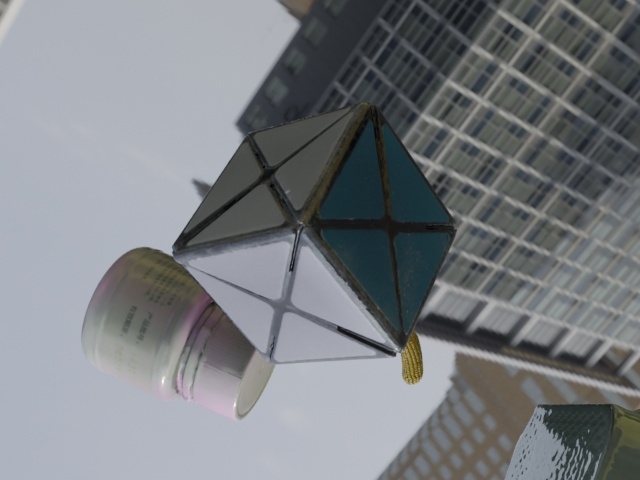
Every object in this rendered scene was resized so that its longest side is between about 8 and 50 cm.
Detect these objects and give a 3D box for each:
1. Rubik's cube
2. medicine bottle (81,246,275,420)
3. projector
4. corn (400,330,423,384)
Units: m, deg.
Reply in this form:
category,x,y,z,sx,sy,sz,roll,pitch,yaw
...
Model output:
category,x,y,z,sx,sy,sz,roll,pitch,yaw
Rubik's cube,0.000,0.000,1.333,0.259,0.254,0.260,49,-129,-29
medicine bottle,-0.236,0.167,1.712,0.302,0.241,0.241,23,-165,13
projector,0.237,0.182,0.626,0.198,0.108,0.250,21,170,5
corn,0.146,0.187,1.560,0.037,0.092,0.037,-9,-158,4
